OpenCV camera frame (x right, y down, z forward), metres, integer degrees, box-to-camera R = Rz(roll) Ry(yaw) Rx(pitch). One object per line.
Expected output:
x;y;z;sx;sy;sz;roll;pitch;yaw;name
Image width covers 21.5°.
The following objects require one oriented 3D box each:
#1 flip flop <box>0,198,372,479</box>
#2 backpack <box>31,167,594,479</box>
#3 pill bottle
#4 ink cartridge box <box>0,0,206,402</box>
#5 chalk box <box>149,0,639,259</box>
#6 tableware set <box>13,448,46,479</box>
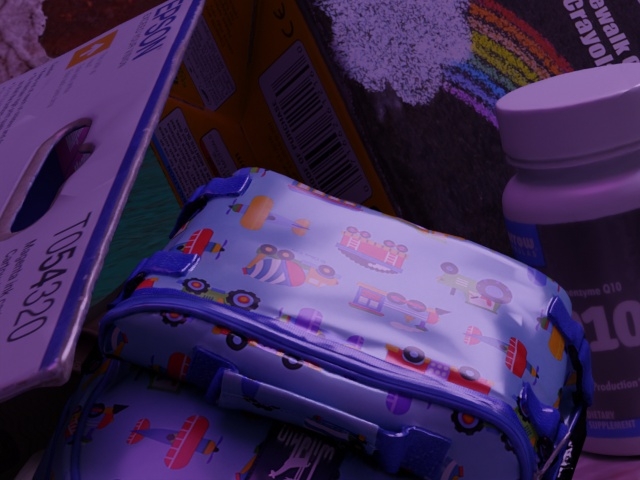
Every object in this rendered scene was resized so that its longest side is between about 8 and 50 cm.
-0.086;0.069;0.670;0.277;0.112;0.080;-18;13;8;flip flop
-0.010;0.076;0.484;0.158;0.117;0.173;23;32;9;backpack
0.113;0.006;0.646;0.078;0.137;0.078;-14;14;4;pill bottle
-0.188;0.047;0.625;0.330;0.071;0.324;-22;23;15;ink cartridge box
0.085;-0.076;0.824;0.289;0.180;0.179;-22;-5;-32;chalk box
-0.076;0.136;0.548;0.128;0.039;0.194;3;25;19;tableware set
